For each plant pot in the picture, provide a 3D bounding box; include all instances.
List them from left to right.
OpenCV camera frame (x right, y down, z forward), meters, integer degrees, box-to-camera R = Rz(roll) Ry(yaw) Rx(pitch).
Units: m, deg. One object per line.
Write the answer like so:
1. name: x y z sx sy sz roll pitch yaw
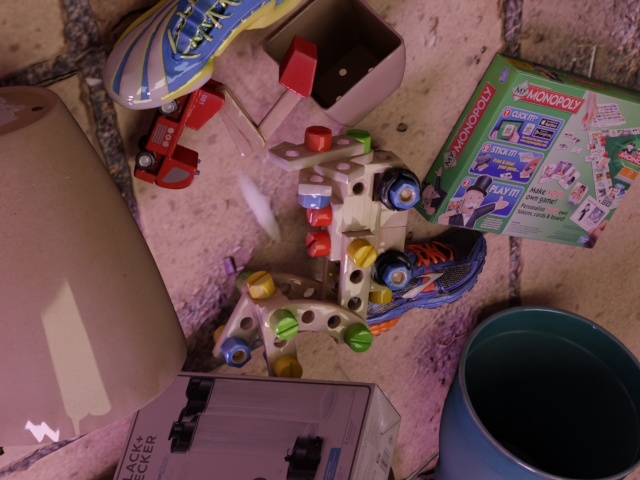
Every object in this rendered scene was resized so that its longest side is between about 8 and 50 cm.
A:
1. plant pot: -0.276 0.006 1.540 0.256 0.256 0.274 -23 120 -23
2. plant pot: 0.025 -0.181 1.715 0.109 0.109 0.096 -42 154 -2
3. plant pot: 0.274 0.268 2.215 0.271 0.272 0.255 -16 149 -29

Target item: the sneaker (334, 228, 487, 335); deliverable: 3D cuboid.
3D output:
1. sneaker: 0.109 0.038 1.995 0.221 0.083 0.087 -28 131 -23

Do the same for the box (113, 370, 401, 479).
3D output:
1. box: -0.073 0.240 1.826 0.087 0.290 0.169 55 45 -51

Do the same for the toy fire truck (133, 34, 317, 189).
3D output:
1. toy fire truck: -0.094 -0.126 1.649 0.135 0.047 0.192 20 114 -11

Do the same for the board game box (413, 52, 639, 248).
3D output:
1. board game box: 0.278 -0.102 2.037 0.317 0.046 0.213 8 118 -44

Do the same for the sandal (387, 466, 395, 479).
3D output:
1. sandal: 0.059 0.383 2.281 0.090 0.060 0.219 -24 123 -31

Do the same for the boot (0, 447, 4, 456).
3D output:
1. boot: -0.376 0.248 1.719 0.178 0.085 0.236 -31 131 -42

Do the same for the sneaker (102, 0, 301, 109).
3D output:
1. sneaker: -0.108 -0.224 1.549 0.240 0.091 0.126 -41 165 -19

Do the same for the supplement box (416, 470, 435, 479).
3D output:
1. supplement box: 0.260 0.371 2.375 0.239 0.130 0.073 -12 131 -33

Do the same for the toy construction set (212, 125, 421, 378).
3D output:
1. toy construction set: 0.000 0.000 1.826 0.215 0.151 0.328 -6 131 -21
